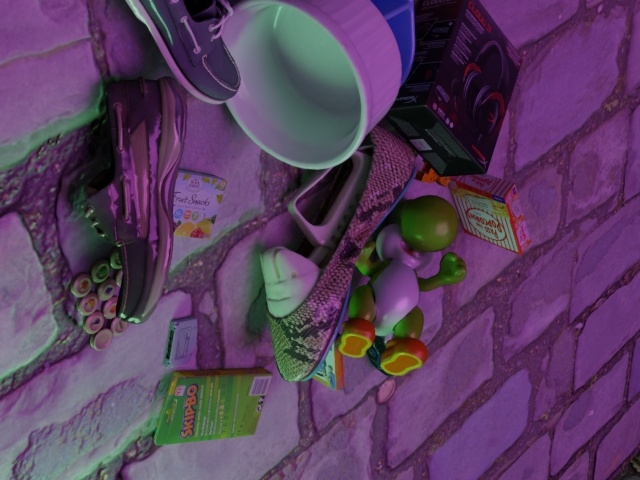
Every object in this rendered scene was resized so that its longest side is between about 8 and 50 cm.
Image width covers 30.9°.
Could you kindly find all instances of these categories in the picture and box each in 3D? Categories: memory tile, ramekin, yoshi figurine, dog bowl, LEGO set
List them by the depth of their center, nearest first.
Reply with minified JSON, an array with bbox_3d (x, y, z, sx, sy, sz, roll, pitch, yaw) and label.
[{"bbox_3d":[-0.013,-0.259,1.733,0.135,0.277,0.277,-43,139,-40],"label":"ramekin"},{"bbox_3d":[-0.319,0.087,1.752,0.113,0.012,0.148,-39,137,-32],"label":"memory tile"},{"bbox_3d":[0.091,-0.380,1.928,0.166,0.074,0.297,-36,130,-44],"label":"dog bowl"},{"bbox_3d":[0.161,0.051,2.151,0.203,0.203,0.362,56,42,-42],"label":"yoshi figurine"},{"bbox_3d":[0.215,-0.158,2.232,0.227,0.087,0.093,-60,144,-6],"label":"LEGO set"}]

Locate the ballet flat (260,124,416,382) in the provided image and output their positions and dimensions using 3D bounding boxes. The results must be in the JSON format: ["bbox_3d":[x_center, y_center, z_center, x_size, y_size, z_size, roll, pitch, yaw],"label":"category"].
[{"bbox_3d":[0.000,0.000,2.018,0.182,0.164,0.483,37,72,-32],"label":"ballet flat"}]

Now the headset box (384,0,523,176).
[{"bbox_3d":[0.245,-0.295,2.091,0.218,0.110,0.293,43,59,-40],"label":"headset box"}]

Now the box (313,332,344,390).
[{"bbox_3d":[0.005,0.210,2.177,0.028,0.081,0.136,-34,133,-36],"label":"box"}]

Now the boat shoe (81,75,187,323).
[{"bbox_3d":[-0.273,-0.060,1.641,0.130,0.132,0.356,5,98,-14],"label":"boat shoe"}]

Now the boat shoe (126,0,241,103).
[{"bbox_3d":[-0.174,-0.304,1.603,0.319,0.099,0.116,54,27,-49],"label":"boat shoe"}]

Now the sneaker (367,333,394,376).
[{"bbox_3d":[0.139,0.188,2.338,0.081,0.080,0.211,-34,135,-32],"label":"sneaker"}]

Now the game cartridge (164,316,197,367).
[{"bbox_3d":[-0.229,0.167,1.911,0.056,0.017,0.083,-6,114,-47],"label":"game cartridge"}]

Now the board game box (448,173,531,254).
[{"bbox_3d":[0.351,-0.065,2.407,0.045,0.146,0.193,-51,141,-20],"label":"board game box"}]

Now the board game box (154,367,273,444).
[{"bbox_3d":[-0.189,0.286,2.013,0.259,0.039,0.124,5,105,-56],"label":"board game box"}]

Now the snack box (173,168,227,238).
[{"bbox_3d":[-0.215,-0.058,1.780,0.141,0.037,0.100,6,104,-53],"label":"snack box"}]
